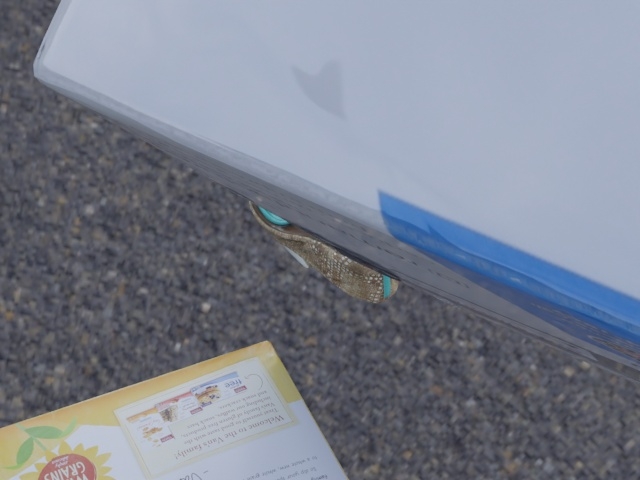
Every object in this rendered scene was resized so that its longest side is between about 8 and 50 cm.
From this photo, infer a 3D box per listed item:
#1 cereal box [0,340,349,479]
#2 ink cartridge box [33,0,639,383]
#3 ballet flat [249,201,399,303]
[{"bbox_3d":[-0.057,0.170,0.586,0.173,0.047,0.240,-16,46,-18],"label":"cereal box"},{"bbox_3d":[0.108,-0.042,0.523,0.285,0.395,0.166,24,88,18],"label":"ink cartridge box"},{"bbox_3d":[0.000,0.000,0.954,0.073,0.067,0.206,-22,27,-17],"label":"ballet flat"}]
